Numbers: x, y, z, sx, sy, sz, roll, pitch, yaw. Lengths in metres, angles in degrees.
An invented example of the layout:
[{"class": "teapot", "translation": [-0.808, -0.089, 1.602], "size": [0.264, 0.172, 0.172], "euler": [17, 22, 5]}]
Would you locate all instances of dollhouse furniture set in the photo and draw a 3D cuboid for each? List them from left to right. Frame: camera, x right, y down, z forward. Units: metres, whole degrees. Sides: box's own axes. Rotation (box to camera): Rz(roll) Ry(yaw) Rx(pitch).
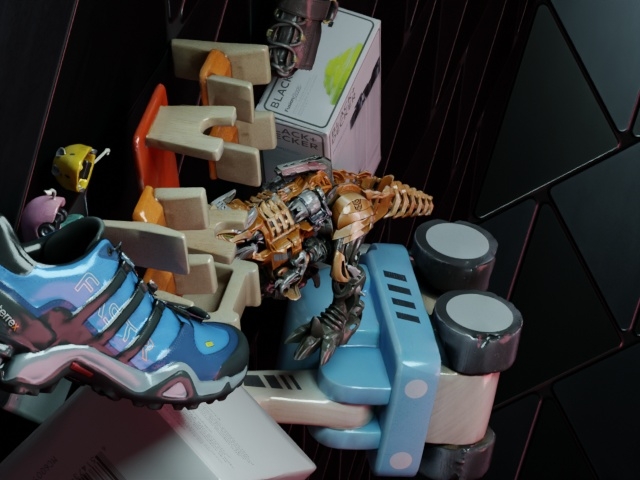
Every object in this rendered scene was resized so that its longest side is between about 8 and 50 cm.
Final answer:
[{"class": "dollhouse furniture set", "translation": [-0.136, -0.015, 1.665], "size": [0.262, 0.135, 0.259], "euler": [-71, 163, -45]}]

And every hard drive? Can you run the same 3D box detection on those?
[{"class": "hard drive", "translation": [-0.238, 0.106, 1.602], "size": [0.135, 0.022, 0.094], "euler": [57, 52, -75]}]

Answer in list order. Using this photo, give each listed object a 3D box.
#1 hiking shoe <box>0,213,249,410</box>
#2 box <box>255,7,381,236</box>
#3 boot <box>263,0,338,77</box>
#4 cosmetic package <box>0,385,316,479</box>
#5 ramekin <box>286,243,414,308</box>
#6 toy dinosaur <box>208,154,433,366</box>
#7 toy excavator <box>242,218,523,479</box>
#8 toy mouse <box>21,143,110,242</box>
[{"class": "hiking shoe", "translation": [-0.159, 0.052, 1.428], "size": [0.304, 0.113, 0.132], "euler": [10, 95, -48]}, {"class": "box", "translation": [0.002, -0.120, 2.167], "size": [0.290, 0.087, 0.169], "euler": [87, 25, -59]}, {"class": "boot", "translation": [-0.010, -0.273, 1.885], "size": [0.263, 0.091, 0.229], "euler": [-6, 113, -79]}, {"class": "cosmetic package", "translation": [-0.152, 0.224, 1.700], "size": [0.197, 0.155, 0.365], "euler": [-44, 170, 4]}, {"class": "ramekin", "translation": [0.053, 0.100, 2.457], "size": [0.109, 0.207, 0.207], "euler": [-140, -114, -68]}, {"class": "toy dinosaur", "translation": [0.000, 0.000, 2.040], "size": [0.164, 0.322, 0.218], "euler": [-120, -144, -50]}, {"class": "toy excavator", "translation": [0.003, 0.169, 2.186], "size": [0.433, 0.445, 0.222], "euler": [-103, -162, -55]}, {"class": "toy mouse", "translation": [-0.215, -0.009, 1.492], "size": [0.161, 0.031, 0.143], "euler": [-30, 137, -85]}]
